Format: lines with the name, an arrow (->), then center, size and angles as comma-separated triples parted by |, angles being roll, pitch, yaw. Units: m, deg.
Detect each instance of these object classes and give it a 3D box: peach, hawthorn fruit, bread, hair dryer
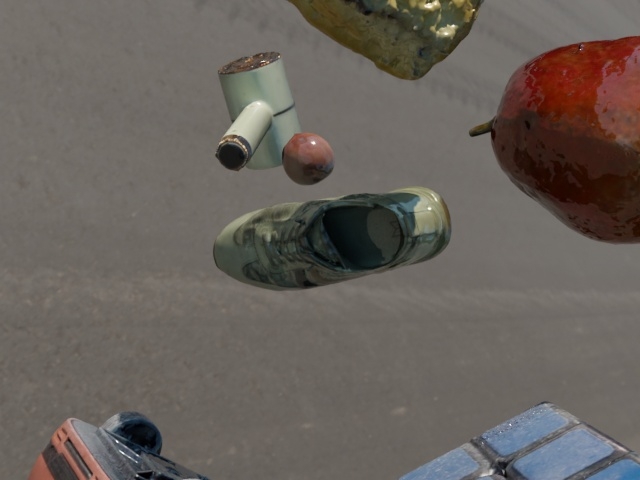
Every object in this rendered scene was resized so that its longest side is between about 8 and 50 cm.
peach -> -0.019, -0.125, 1.360 | 0.083, 0.083, 0.083 | 37, 32, -28
hawthorn fruit -> 0.291, -0.113, 0.954 | 0.261, 0.224, 0.224 | 12, 27, 12
bread -> 0.048, -0.273, 0.828 | 0.246, 0.174, 0.121 | 34, -14, -5
hair dryer -> -0.124, -0.198, 1.587 | 0.362, 0.128, 0.203 | -73, 151, -65

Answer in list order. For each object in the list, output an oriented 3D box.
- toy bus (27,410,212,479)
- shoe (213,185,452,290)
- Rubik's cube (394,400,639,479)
toy bus -> -0.126, 0.367, 0.943 | 0.427, 0.233, 0.203 | 38, -8, -33
shoe -> 0.000, 0.000, 0.969 | 0.098, 0.275, 0.103 | -12, 89, -67
Rubik's cube -> 0.189, 0.362, 0.786 | 0.301, 0.305, 0.303 | -159, -135, -83
